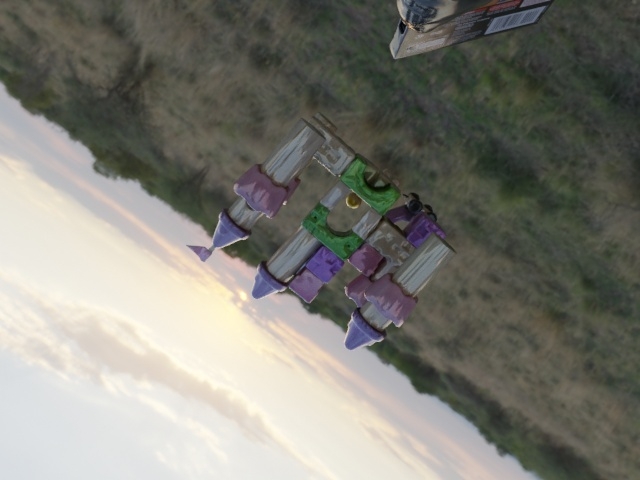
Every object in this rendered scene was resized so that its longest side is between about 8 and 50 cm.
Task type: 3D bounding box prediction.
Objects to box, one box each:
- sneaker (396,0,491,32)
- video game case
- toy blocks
[{"bbox_3d":[0.179,-0.295,0.644,0.109,0.286,0.130,57,167,9],"label":"sneaker"},{"bbox_3d":[0.259,-0.382,1.040,0.248,0.274,0.035,116,136,-73],"label":"video game case"},{"bbox_3d":[0.000,0.000,0.990,0.288,0.260,0.309,40,-167,-7],"label":"toy blocks"}]
